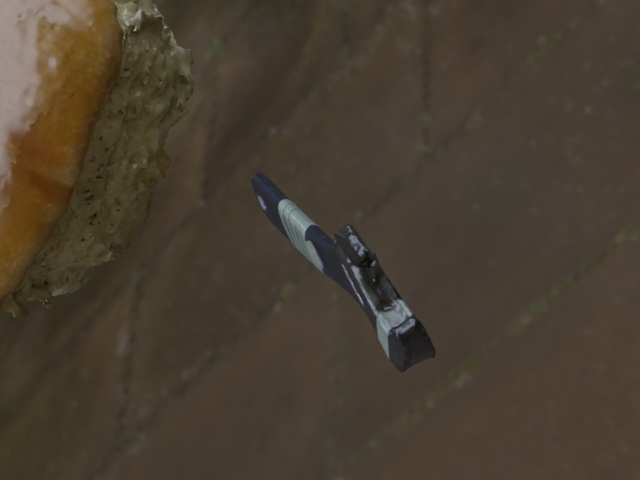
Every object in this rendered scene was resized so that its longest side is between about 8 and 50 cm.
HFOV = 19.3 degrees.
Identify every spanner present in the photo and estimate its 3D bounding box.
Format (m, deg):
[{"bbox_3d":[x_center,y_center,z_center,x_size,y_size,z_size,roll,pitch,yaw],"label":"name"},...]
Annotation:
[{"bbox_3d":[0.000,0.000,1.155,0.024,0.087,0.316,-32,21,-6],"label":"spanner"}]

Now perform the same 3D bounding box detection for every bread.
[{"bbox_3d":[-0.163,-0.077,0.810,0.245,0.121,0.174,43,121,36],"label":"bread"}]
